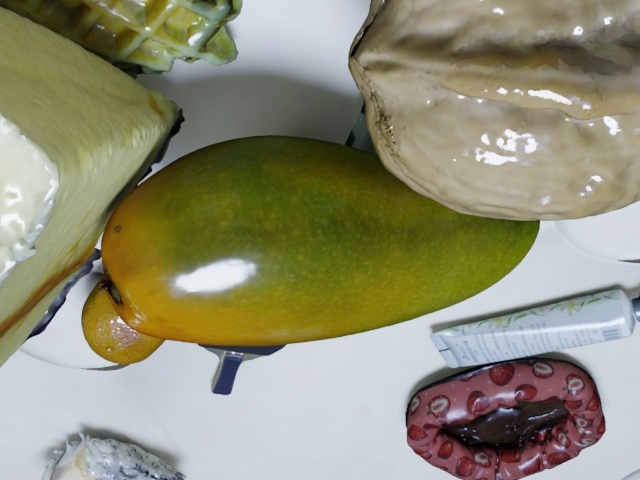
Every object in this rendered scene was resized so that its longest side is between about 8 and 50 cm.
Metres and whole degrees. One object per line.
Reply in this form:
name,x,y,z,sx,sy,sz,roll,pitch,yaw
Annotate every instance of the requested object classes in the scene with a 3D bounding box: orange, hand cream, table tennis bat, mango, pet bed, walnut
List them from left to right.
orange,-0.161,0.063,0.910,0.085,0.085,0.085,-2,138,-1
table tennis bat,-0.075,0.089,0.990,0.095,0.014,0.158,8,135,-14
mango,-0.003,0.004,0.733,0.289,0.129,0.146,5,126,-20
pet bed,0.184,0.178,1.078,0.201,0.053,0.201,-5,142,-4
hand cream,0.199,0.079,0.980,0.194,0.042,0.067,-13,145,18
walnut,0.134,-0.107,0.651,0.244,0.198,0.198,-2,139,-13

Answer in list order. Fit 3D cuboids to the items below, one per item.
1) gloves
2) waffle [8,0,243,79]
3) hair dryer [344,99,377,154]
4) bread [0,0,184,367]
gloves,-0.201,0.248,1.120,0.114,0.070,0.153,-37,129,24
waffle,-0.154,-0.174,0.660,0.207,0.054,0.214,-2,139,1
hair dryer,0.036,-0.091,0.779,0.100,0.057,0.198,14,127,-18
bread,-0.254,-0.027,0.677,0.242,0.405,0.346,41,109,-9
